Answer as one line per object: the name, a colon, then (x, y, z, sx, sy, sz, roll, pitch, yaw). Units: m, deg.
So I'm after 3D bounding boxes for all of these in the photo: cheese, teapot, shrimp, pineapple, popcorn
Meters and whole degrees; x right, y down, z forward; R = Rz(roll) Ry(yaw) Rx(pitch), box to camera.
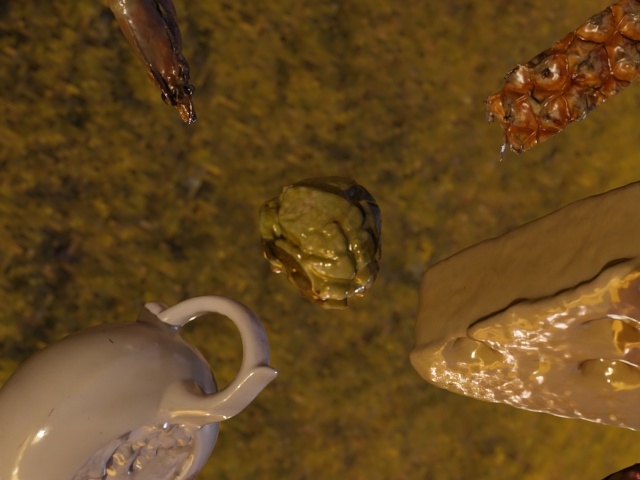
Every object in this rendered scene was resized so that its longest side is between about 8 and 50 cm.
cheese: (0.287, 0.055, 1.535, 0.384, 0.384, 0.104, 77, 20, -62)
teapot: (-0.159, 0.152, 1.380, 0.204, 0.139, 0.298, 20, 113, -48)
shrimp: (-0.155, -0.201, 1.717, 0.042, 0.190, 0.101, -24, 175, 30)
pineapple: (0.236, -0.149, 1.646, 0.233, 0.079, 0.135, -37, 172, 33)
popcorn: (0.000, 0.000, 1.485, 0.116, 0.106, 0.121, 104, -11, -56)

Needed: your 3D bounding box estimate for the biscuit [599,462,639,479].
biscuit: (0.225, 0.271, 1.036, 0.296, 0.296, 0.075, -53, -168, -25)
